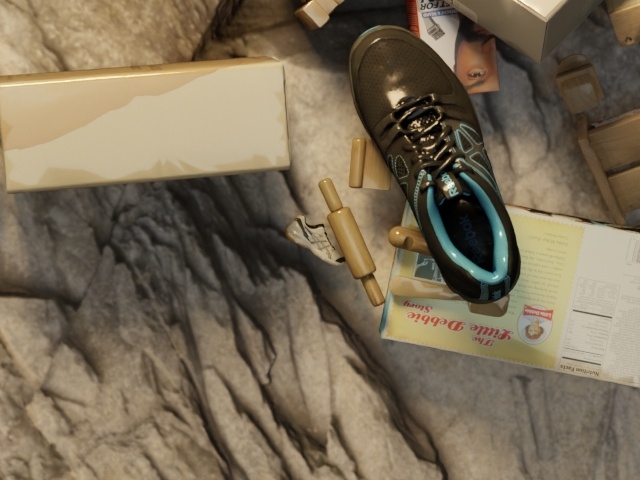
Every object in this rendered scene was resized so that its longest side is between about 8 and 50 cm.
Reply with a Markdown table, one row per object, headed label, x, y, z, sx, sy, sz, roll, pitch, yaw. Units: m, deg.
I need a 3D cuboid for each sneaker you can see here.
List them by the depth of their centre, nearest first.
| label | x | y | z | sx | sy | sz | roll | pitch | yaw |
| --- | --- | --- | --- | --- | --- | --- | --- | --- | --- |
| sneaker | 0.137 | -0.093 | 1.630 | 0.125 | 0.139 | 0.340 | -27 | 86 | 2 |
| sneaker | 0.000 | 0.000 | 1.751 | 0.083 | 0.032 | 0.037 | 33 | 93 | -15 |

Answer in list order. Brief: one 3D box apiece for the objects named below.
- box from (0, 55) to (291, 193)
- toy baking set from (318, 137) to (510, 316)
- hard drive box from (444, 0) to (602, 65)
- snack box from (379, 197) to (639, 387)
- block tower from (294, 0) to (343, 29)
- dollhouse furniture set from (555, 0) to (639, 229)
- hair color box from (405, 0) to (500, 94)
| label | x | y | z | sx | sy | sz | roll | pitch | yaw |
| --- | --- | --- | --- | --- | --- | --- | --- | --- | --- |
| box | -0.198 | -0.132 | 1.631 | 0.311 | 0.148 | 0.121 | -6 | 101 | -11 |
| toy baking set | 0.117 | -0.011 | 1.710 | 0.197 | 0.030 | 0.256 | -19 | 94 | 6 |
| hard drive box | 0.249 | -0.339 | 1.631 | 0.181 | 0.089 | 0.232 | 39 | 71 | 19 |
| snack box | 0.245 | 0.055 | 1.763 | 0.322 | 0.060 | 0.187 | 11 | 98 | -1 |
| block tower | 0.083 | -0.387 | 1.660 | 0.335 | 0.091 | 0.097 | -45 | 98 | -1 |
| dollhouse furniture set | 0.459 | -0.186 | 1.752 | 0.303 | 0.173 | 0.355 | -18 | 123 | 18 |
| hair color box | 0.153 | -0.254 | 1.721 | 0.093 | 0.053 | 0.167 | -10 | 103 | -10 |
